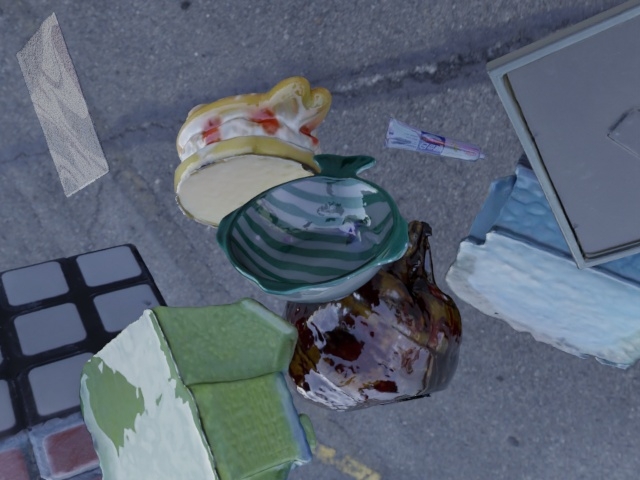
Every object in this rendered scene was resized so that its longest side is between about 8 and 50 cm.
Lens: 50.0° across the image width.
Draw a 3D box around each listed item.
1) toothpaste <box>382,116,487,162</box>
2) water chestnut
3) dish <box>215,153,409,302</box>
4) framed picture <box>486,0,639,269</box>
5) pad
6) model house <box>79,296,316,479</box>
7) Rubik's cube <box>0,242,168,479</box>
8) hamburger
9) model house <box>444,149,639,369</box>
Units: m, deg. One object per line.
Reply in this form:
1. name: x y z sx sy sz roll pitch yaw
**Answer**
1. toothpaste: 0.174 -0.142 1.022 0.170 0.028 0.045 10 105 -19
2. water chestnut: 0.067 0.112 0.974 0.289 0.289 0.244 -16 81 34
3. dish: 0.000 0.000 0.789 0.224 0.246 0.078 5 132 21
4. framed picture: 0.342 -0.107 0.728 0.232 0.024 0.315 -20 126 24
5. pad: -0.534 -0.268 1.408 0.220 0.004 0.330 -18 92 46
6. model house: -0.106 0.182 0.706 0.195 0.189 0.214 -42 67 38
7. Rubik's cube: -0.339 0.226 0.915 0.301 0.303 0.305 48 141 45
8. hamburger: -0.113 -0.156 1.205 0.261 0.186 0.302 13 151 -31
9. model house: 0.449 -0.026 1.196 0.360 0.339 0.297 22 155 16
